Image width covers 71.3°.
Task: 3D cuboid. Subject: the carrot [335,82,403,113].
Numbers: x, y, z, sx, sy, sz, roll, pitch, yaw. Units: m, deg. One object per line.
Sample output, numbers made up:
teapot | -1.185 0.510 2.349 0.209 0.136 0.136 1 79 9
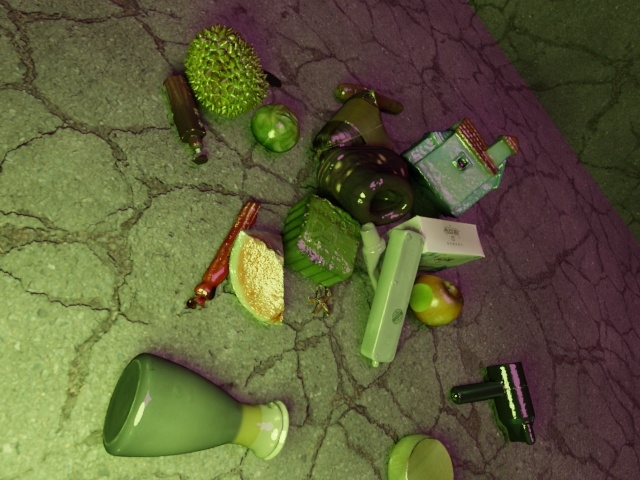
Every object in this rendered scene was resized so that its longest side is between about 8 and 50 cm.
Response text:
carrot | 0.195 -0.520 1.639 0.343 0.070 0.070 0 70 -39

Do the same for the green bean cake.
green bean cake | 0.000 0.000 1.210 0.201 0.113 0.214 31 53 -21

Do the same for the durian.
durian | -0.249 -0.441 1.164 0.236 0.200 0.176 59 10 -15

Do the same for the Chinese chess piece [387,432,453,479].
Chinese chess piece | 0.259 0.599 1.150 0.189 0.083 0.188 15 64 -33

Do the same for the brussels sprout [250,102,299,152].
brussels sprout | -0.122 -0.321 1.265 0.155 0.118 0.154 9 70 -26

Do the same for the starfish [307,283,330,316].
starfish | 0.001 0.166 1.189 0.078 0.028 0.091 42 53 -7

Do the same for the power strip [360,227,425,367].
power strip | 0.194 0.160 1.220 0.091 0.062 0.384 16 89 -38

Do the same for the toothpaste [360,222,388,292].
toothpaste | 0.172 0.068 1.272 0.099 0.068 0.282 -26 125 -5

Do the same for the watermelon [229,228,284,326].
watermelon | -0.136 0.080 1.085 0.146 0.129 0.230 -48 138 -77

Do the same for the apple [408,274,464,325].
apple | 0.358 0.180 1.375 0.147 0.147 0.163 12 61 -34

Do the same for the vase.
vase | -0.221 0.336 0.854 0.321 0.173 0.173 25 56 -31

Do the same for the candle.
candle | -0.220 0.025 1.072 0.051 0.048 0.329 31 53 -12

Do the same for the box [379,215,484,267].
box | 0.337 0.021 1.396 0.275 0.203 0.116 5 67 -36

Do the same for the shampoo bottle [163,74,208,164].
shampoo bottle | -0.335 -0.303 1.126 0.068 0.067 0.236 -11 76 -49

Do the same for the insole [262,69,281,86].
insole | -0.187 -0.513 1.382 0.153 0.002 0.053 10 64 -34

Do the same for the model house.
model house | 0.481 -0.278 1.513 0.294 0.329 0.251 50 10 -5

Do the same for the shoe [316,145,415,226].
shoe | 0.182 -0.160 1.322 0.384 0.171 0.237 -4 43 -51

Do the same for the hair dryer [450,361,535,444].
hair dryer | 0.535 0.520 1.396 0.303 0.116 0.244 2 68 -25

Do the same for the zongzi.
zongzi | 0.136 -0.279 1.442 0.317 0.154 0.289 52 57 -26
